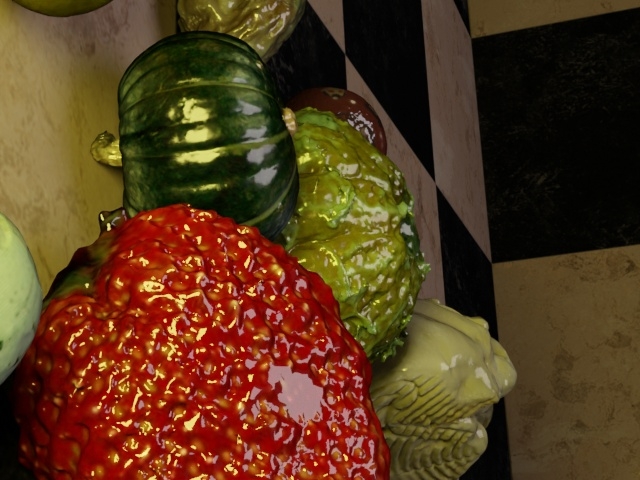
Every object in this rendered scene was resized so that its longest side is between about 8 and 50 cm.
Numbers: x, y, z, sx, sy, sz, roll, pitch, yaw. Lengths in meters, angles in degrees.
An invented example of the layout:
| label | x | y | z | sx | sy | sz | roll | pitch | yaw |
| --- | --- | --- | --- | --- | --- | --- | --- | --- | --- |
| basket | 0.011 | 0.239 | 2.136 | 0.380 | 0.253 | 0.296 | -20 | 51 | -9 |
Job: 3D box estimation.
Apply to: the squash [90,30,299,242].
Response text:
| label | x | y | z | sx | sy | sz | roll | pitch | yaw |
| --- | --- | --- | --- | --- | --- | --- | --- | --- | --- |
| squash | -0.106 | -0.083 | 1.069 | 0.218 | 0.172 | 0.218 | -19 | 90 | -77 |

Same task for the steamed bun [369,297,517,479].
| label | x | y | z | sx | sy | sz | roll | pitch | yaw |
| --- | --- | --- | --- | --- | --- | --- | --- | --- | --- |
| steamed bun | 0.113 | 0.180 | 1.558 | 0.289 | 0.276 | 0.203 | 28 | 39 | -40 |

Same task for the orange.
| label | x | y | z | sx | sy | sz | roll | pitch | yaw |
| --- | --- | --- | --- | --- | --- | --- | --- | --- | --- |
| orange | 0.000 | 0.000 | 1.288 | 0.300 | 0.223 | 0.301 | -84 | 163 | -48 |

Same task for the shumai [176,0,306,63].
| label | x | y | z | sx | sy | sz | roll | pitch | yaw |
| --- | --- | --- | --- | --- | --- | --- | --- | --- | --- |
| shumai | -0.101 | -0.259 | 1.269 | 0.153 | 0.161 | 0.209 | 47 | 56 | -27 |

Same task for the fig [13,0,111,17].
| label | x | y | z | sx | sy | sz | roll | pitch | yaw |
| --- | --- | --- | --- | --- | --- | --- | --- | --- | --- |
| fig | -0.201 | -0.255 | 0.929 | 0.186 | 0.148 | 0.142 | 32 | -44 | 52 |

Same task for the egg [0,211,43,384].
| label | x | y | z | sx | sy | sz | roll | pitch | yaw |
| --- | --- | --- | --- | --- | --- | --- | --- | --- | --- |
| egg | -0.230 | 0.044 | 0.670 | 0.164 | 0.131 | 0.131 | -65 | 144 | -49 |

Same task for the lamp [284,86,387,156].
| label | x | y | z | sx | sy | sz | roll | pitch | yaw |
| --- | --- | --- | --- | --- | --- | --- | --- | --- | --- |
| lamp | 0.003 | -0.120 | 1.535 | 0.157 | 0.156 | 0.135 | -67 | -155 | 1 |

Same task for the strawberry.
| label | x | y | z | sx | sy | sz | roll | pitch | yaw |
| --- | --- | --- | --- | --- | --- | --- | --- | --- | --- |
| strawberry | -0.083 | 0.110 | 0.892 | 0.261 | 0.257 | 0.261 | -7 | 100 | -45 |
